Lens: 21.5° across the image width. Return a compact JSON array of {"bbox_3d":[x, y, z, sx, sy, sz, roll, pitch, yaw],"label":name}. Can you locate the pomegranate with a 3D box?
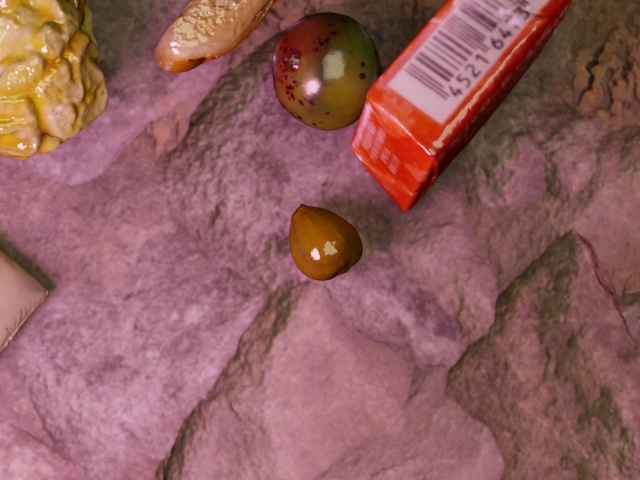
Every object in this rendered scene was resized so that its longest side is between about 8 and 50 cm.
[{"bbox_3d":[0.007,-0.178,1.791,0.130,0.130,0.130,1,85,-14],"label":"pomegranate"}]

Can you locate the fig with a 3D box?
[{"bbox_3d":[0.000,0.000,1.792,0.074,0.074,0.088,-36,80,-14],"label":"fig"}]

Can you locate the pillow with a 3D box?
[{"bbox_3d":[-0.387,0.031,1.704,0.208,0.053,0.119,39,80,-11],"label":"pillow"}]

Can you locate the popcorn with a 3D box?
[{"bbox_3d":[-0.306,-0.175,1.680,0.167,0.185,0.187,-18,96,-18],"label":"popcorn"}]

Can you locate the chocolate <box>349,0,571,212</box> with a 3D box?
[{"bbox_3d":[0.139,-0.166,1.765,0.108,0.235,0.237,38,79,5],"label":"chocolate"}]

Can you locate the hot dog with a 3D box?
[{"bbox_3d":[-0.083,-0.269,1.789,0.073,0.084,0.242,39,77,-12],"label":"hot dog"}]
